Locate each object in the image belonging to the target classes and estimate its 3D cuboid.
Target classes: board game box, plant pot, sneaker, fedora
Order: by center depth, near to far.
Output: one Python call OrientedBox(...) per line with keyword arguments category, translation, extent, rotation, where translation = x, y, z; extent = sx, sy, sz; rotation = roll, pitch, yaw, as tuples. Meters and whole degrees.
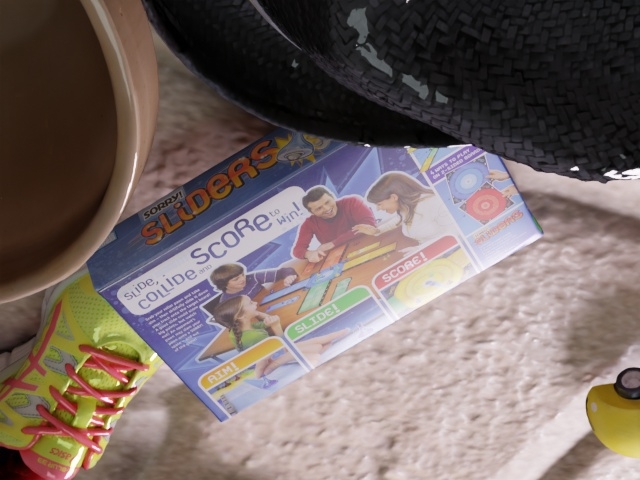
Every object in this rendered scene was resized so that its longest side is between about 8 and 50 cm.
OrientedBox(category="fedora", translation=(0.097, -0.122, 0.596), extent=(0.334, 0.152, 0.334), rotation=(-10, 131, -12))
OrientedBox(category="plant pot", translation=(-0.166, -0.096, 0.648), extent=(0.237, 0.109, 0.237), rotation=(10, 131, 11))
OrientedBox(category="board game box", translation=(0.000, 0.000, 0.828), extent=(0.201, 0.035, 0.136), rotation=(-30, 137, 5))
OrientedBox(category="sneaker", translation=(-0.134, 0.086, 0.908), extent=(0.081, 0.094, 0.208), rotation=(22, 132, -27))

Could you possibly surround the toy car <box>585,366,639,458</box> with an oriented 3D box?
OrientedBox(category="toy car", translation=(0.312, 0.109, 0.992), extent=(0.225, 0.053, 0.239), rotation=(35, 124, -27))
